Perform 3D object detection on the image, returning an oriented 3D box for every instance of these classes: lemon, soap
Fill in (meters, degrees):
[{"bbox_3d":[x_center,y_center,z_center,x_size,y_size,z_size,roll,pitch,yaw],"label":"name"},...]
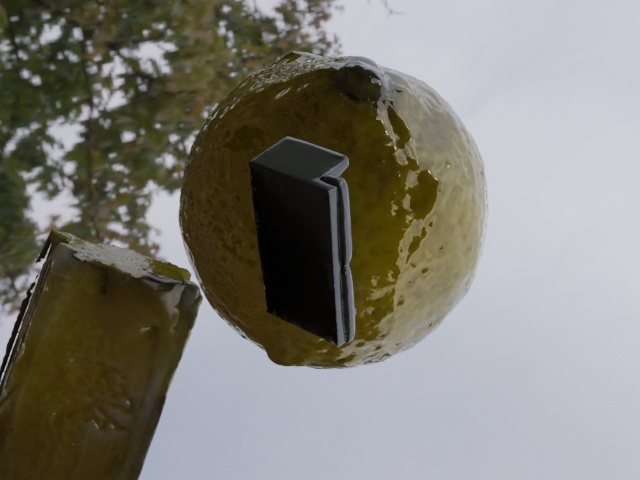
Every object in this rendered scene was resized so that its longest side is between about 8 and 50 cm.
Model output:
[{"bbox_3d":[0.017,-0.038,1.174,0.350,0.349,0.387,48,-39,23],"label":"lemon"},{"bbox_3d":[-0.198,0.119,0.879,0.233,0.135,0.076,-68,-160,10],"label":"soap"}]

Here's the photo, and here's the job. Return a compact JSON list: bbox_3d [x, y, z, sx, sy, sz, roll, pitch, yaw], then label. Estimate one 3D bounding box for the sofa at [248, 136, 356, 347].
[{"bbox_3d":[0.000,0.000,0.809,0.085,0.060,0.147,23,-48,36],"label":"sofa"}]
